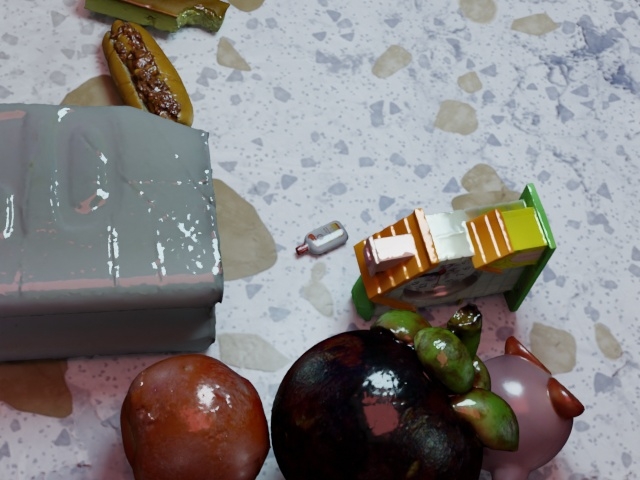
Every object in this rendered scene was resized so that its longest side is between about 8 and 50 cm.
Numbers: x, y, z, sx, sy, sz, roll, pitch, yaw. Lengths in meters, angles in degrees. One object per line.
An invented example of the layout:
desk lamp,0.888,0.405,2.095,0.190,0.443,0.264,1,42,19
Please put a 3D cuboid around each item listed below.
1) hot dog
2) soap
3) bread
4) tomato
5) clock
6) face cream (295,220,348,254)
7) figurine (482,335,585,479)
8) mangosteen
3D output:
hot dog,-0.272,-0.254,2.087,0.102,0.076,0.249,-16,63,-21
soap,-0.365,-0.019,1.864,0.435,0.213,0.350,0,60,-9
bread,-0.268,-0.386,2.169,0.226,0.049,0.088,16,41,1
tomato,-0.163,0.251,1.742,0.184,0.208,0.208,-6,61,-20
clock,0.180,0.035,1.906,0.255,0.220,0.106,-10,64,-13
face cream,0.000,0.000,2.013,0.083,0.021,0.040,-26,66,-20
figurine,0.263,0.244,1.832,0.173,0.173,0.173,4,60,-6
mangosteen,0.084,0.241,1.712,0.311,0.311,0.311,4,60,-6
